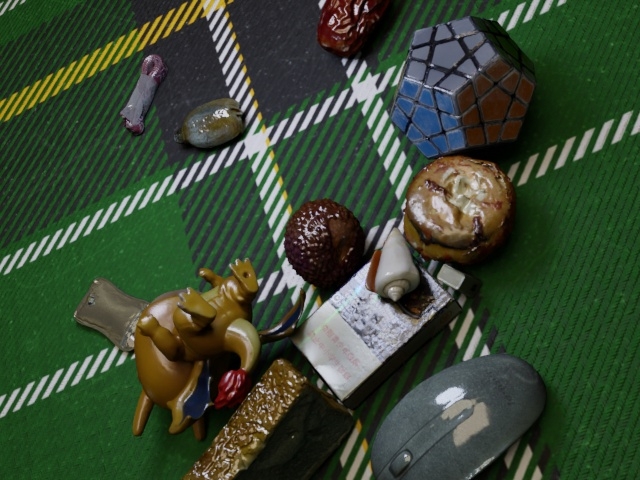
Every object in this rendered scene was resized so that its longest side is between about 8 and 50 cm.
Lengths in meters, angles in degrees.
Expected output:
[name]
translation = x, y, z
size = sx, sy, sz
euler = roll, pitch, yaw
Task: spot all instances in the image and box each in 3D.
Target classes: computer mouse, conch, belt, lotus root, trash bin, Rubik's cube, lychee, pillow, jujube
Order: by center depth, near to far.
[computer mouse]
translation = 0.246, 0.346, 1.507
size = 0.374, 0.114, 0.203
euler = -40, 59, 2
[conch]
translation = 0.137, 0.049, 1.605
size = 0.094, 0.104, 0.176
euler = -1, 54, -21
[trash bin]
translation = 0.276, 0.080, 1.627
size = 0.061, 0.092, 0.043
euler = 30, 96, 31
[Rubik's cube]
translation = 0.297, -0.315, 1.705
size = 0.319, 0.319, 0.264
euler = 27, 52, 30
[lychee]
translation = 0.000, 0.000, 1.740
size = 0.188, 0.188, 0.188
euler = -9, 64, 19
[pillow]
translation = -0.493, 0.173, 1.939
size = 0.218, 0.033, 0.130
euler = 25, 79, 30
[jujube]
translation = 0.080, -0.559, 1.983
size = 0.155, 0.155, 0.230
euler = 21, 84, 29
[lotus root]
translation = -0.282, -0.288, 2.037
size = 0.192, 0.088, 0.113
euler = -18, 68, 14
[belt]
translation = -0.480, -0.394, 2.188
size = 0.071, 0.053, 0.232
euler = 11, 71, 18

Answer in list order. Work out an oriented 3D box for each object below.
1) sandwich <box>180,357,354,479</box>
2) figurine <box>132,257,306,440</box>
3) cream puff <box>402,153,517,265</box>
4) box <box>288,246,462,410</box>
[sandwich]
translation = -0.088, 0.396, 1.529
size = 0.301, 0.271, 0.099
euler = -51, 49, -5
[figurine]
translation = -0.254, 0.228, 1.624
size = 0.268, 0.387, 0.401
euler = 37, 47, -5
[cream puff]
translation = 0.282, -0.054, 1.653
size = 0.240, 0.164, 0.240
euler = -3, 61, 5
[box]
translation = 0.109, 0.170, 1.663
size = 0.310, 0.084, 0.198
euler = -42, 58, 0
